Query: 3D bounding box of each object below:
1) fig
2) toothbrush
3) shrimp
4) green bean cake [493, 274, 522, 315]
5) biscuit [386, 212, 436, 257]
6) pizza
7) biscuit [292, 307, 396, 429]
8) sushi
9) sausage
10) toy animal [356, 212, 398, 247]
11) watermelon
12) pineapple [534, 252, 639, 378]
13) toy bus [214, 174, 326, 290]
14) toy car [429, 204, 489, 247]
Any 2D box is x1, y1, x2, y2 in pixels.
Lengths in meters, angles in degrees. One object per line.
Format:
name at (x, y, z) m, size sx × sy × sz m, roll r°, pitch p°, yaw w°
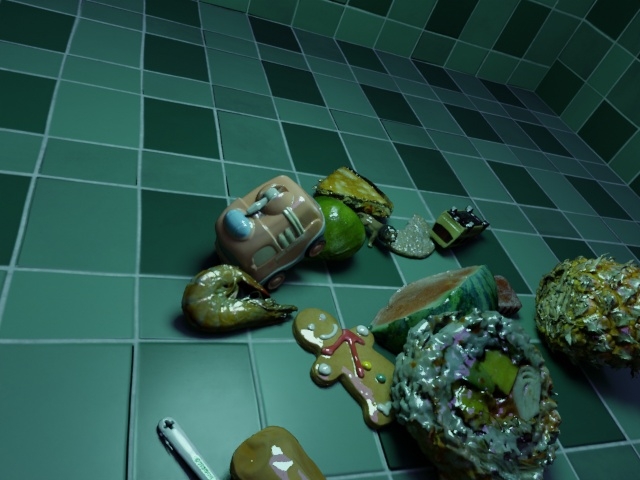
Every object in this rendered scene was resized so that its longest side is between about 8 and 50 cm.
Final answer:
fig at (0.000, 0.000, 1.382) m, size 0.203 × 0.203 × 0.235 m, roll 39°, pitch 78°, yaw 16°
toothbrush at (-0.154, 0.467, 0.856) m, size 0.418 × 0.040 × 0.042 m, roll 40°, pitch 39°, yaw 23°
shrimp at (-0.178, 0.132, 1.144) m, size 0.287 × 0.063 × 0.152 m, roll 2°, pitch 86°, yaw -33°
green bean cake at (0.536, 0.170, 1.529) m, size 0.135 × 0.056 × 0.135 m, roll 6°, pitch 43°, yaw -24°
biscuit at (0.316, -0.005, 1.625) m, size 0.133 × 0.032 × 0.250 m, roll 38°, pitch 40°, yaw 13°
pizza at (0.113, -0.139, 1.609) m, size 0.251 × 0.074 × 0.288 m, roll 30°, pitch 32°, yaw 15°
biscuit at (0.072, 0.279, 1.171) m, size 0.340 × 0.047 × 0.216 m, roll 43°, pitch 41°, yaw 20°
sushi at (0.351, 0.340, 1.090) m, size 0.417 × 0.176 × 0.417 m, roll 9°, pitch 63°, yaw -18°
sausage at (-0.056, 0.440, 0.865) m, size 0.136 × 0.120 × 0.241 m, roll -24°, pitch 60°, yaw -30°
toy animal at (0.153, -0.036, 1.549) m, size 0.220 × 0.086 × 0.069 m, roll 27°, pitch 32°, yaw 31°
watermelon at (0.339, 0.175, 1.298) m, size 0.319 × 0.222 × 0.292 m, roll 31°, pitch 35°, yaw 6°
pineapple at (0.798, 0.202, 1.410) m, size 0.300 × 0.352 × 0.352 m, roll 11°, pitch 41°, yaw -9°
toy bus at (-0.129, -0.028, 1.212) m, size 0.288 × 0.232 × 0.194 m, roll -37°, pitch 66°, yaw -9°
toy car at (0.470, -0.042, 1.677) m, size 0.101 × 0.124 × 0.257 m, roll 49°, pitch 28°, yaw 23°
